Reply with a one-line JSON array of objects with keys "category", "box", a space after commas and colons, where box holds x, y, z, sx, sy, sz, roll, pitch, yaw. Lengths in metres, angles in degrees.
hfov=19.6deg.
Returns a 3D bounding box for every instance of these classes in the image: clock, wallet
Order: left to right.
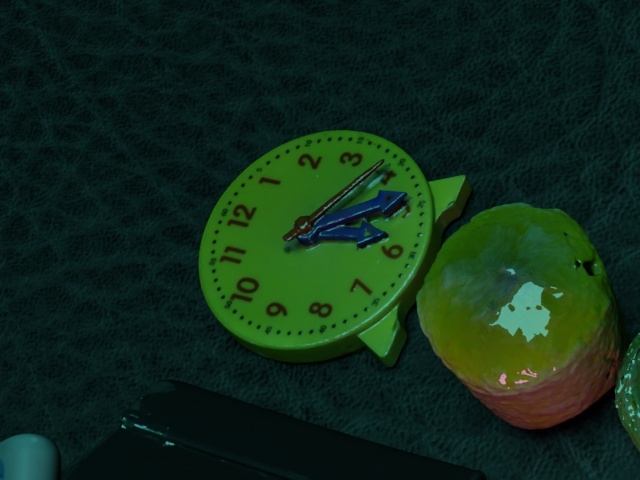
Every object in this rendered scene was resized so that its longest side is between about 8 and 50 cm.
[{"category": "wallet", "box": [-0.056, 0.260, 1.851, 0.406, 0.062, 0.228, 14, 46, 31]}, {"category": "clock", "box": [-0.003, -0.002, 2.027, 0.293, 0.071, 0.277, 5, 62, 30]}]

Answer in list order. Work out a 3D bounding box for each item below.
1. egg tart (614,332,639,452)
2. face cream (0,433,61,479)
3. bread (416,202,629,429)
[{"category": "egg tart", "box": [0.370, 0.147, 1.740, 0.197, 0.078, 0.197, -14, 55, 21]}, {"category": "face cream", "box": [-0.326, 0.374, 1.906, 0.163, 0.080, 0.336, -45, 36, 46]}, {"category": "bread", "box": [0.202, 0.076, 1.809, 0.197, 0.170, 0.197, -14, 52, 19]}]
